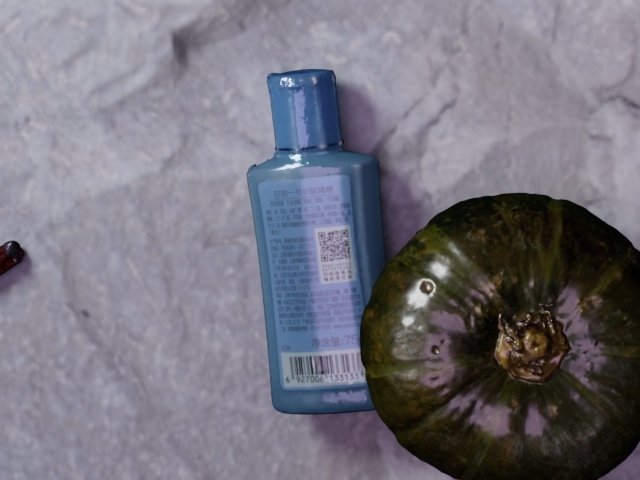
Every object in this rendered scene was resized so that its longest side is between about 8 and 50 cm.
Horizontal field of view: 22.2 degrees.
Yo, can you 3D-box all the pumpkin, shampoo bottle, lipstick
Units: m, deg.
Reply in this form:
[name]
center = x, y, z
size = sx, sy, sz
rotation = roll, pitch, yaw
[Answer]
[pumpkin]
center = 0.139, 0.074, 1.158
size = 0.223, 0.157, 0.224
rotation = 0, 87, 3
[shampoo bottle]
center = 0.000, 0.000, 1.232
size = 0.104, 0.061, 0.258
rotation = -4, 98, 16
[lipstick]
center = -0.316, 0.049, 1.343
size = 0.176, 0.027, 0.027
rotation = -30, 90, 16
